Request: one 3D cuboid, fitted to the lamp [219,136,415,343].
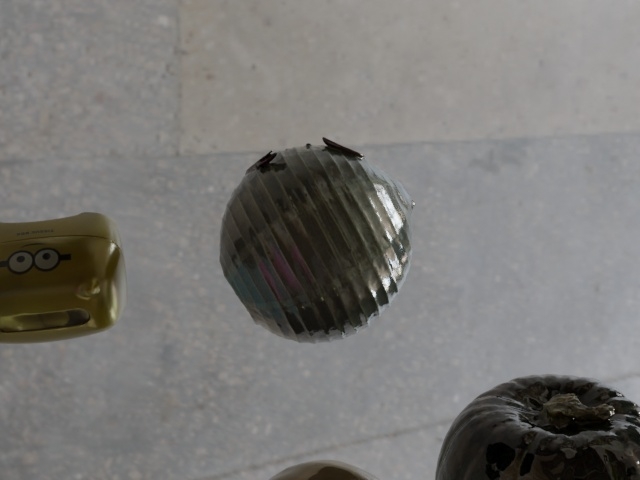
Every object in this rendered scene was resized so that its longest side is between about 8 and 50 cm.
[{"bbox_3d":[0.000,0.000,1.500,0.265,0.233,0.233,79,35,-74],"label":"lamp"}]

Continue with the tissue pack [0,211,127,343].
[{"bbox_3d":[-0.301,0.047,1.433,0.178,0.127,0.123,-5,129,-3],"label":"tissue pack"}]

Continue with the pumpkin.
[{"bbox_3d":[0.305,0.315,1.700,0.323,0.323,0.241,-22,114,-36],"label":"pumpkin"}]

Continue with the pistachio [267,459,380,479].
[{"bbox_3d":[-0.020,0.363,1.505,0.226,0.332,0.208,13,67,-18],"label":"pistachio"}]
